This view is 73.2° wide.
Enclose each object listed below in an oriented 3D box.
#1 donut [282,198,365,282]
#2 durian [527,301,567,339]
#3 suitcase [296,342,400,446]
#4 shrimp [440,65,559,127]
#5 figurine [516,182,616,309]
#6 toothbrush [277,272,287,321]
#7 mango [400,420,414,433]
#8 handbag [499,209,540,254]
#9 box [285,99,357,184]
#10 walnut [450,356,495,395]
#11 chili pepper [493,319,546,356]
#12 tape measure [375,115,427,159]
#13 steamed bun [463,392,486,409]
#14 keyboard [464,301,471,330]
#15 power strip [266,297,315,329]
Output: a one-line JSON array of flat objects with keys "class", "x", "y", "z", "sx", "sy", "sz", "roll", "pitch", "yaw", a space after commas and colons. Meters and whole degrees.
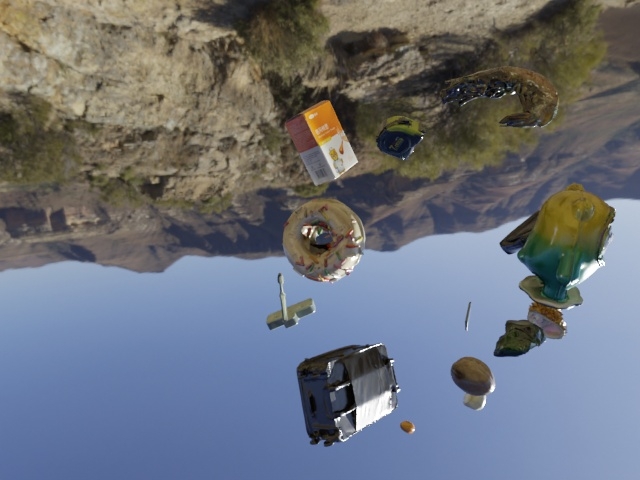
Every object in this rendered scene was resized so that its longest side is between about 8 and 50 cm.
[{"class": "donut", "x": 0.000, "y": 0.000, "z": 1.863, "sx": 0.383, "sy": 0.382, "sz": 0.142, "roll": -5, "pitch": 176, "yaw": 22}, {"class": "durian", "x": 1.087, "y": 0.368, "z": 2.059, "sx": 0.183, "sy": 0.249, "sz": 0.137, "roll": 14, "pitch": -125, "yaw": 28}, {"class": "suitcase", "x": 0.097, "y": 0.528, "z": 1.528, "sx": 0.194, "sy": 0.282, "sz": 0.434, "roll": -18, "pitch": 169, "yaw": 41}, {"class": "shrimp", "x": 0.526, "y": -0.408, "z": 1.243, "sx": 0.365, "sy": 0.233, "sz": 0.071, "roll": -13, "pitch": 154, "yaw": -15}, {"class": "figurine", "x": 0.715, "y": 0.011, "z": 1.269, "sx": 0.232, "sy": 0.339, "sz": 0.323, "roll": 11, "pitch": -156, "yaw": 17}, {"class": "toothbrush", "x": -0.154, "y": 0.241, "z": 1.772, "sx": 0.026, "sy": 0.294, "sz": 0.028, "roll": -2, "pitch": -142, "yaw": -1}, {"class": "mango", "x": 0.379, "y": 0.820, "z": 1.894, "sx": 0.089, "sy": 0.046, "sz": 0.060, "roll": 27, "pitch": -171, "yaw": -38}, {"class": "handbag", "x": 0.827, "y": -0.041, "z": 1.640, "sx": 0.247, "sy": 0.080, "sz": 0.223, "roll": -39, "pitch": 176, "yaw": -5}, {"class": "box", "x": 0.006, "y": -0.471, "z": 2.072, "sx": 0.144, "sy": 0.341, "sz": 0.225, "roll": -11, "pitch": -157, "yaw": 43}, {"class": "walnut", "x": 0.574, "y": 0.514, "z": 1.628, "sx": 0.162, "sy": 0.140, "sz": 0.140, "roll": 9, "pitch": -165, "yaw": 37}, {"class": "chili pepper", "x": 0.841, "y": 0.398, "z": 1.804, "sx": 0.265, "sy": 0.116, "sz": 0.148, "roll": -12, "pitch": 176, "yaw": -38}, {"class": "tape measure", "x": 0.341, "y": -0.461, "z": 1.885, "sx": 0.186, "sy": 0.112, "sz": 0.199, "roll": 17, "pitch": 142, "yaw": -13}, {"class": "steamed bun", "x": 0.760, "y": 0.771, "z": 2.112, "sx": 0.091, "sy": 0.112, "sz": 0.130, "roll": 21, "pitch": 160, "yaw": 9}, {"class": "keyboard", "x": 0.718, "y": 0.365, "z": 2.092, "sx": 0.014, "sy": 0.055, "sz": 0.176, "roll": 2, "pitch": -155, "yaw": 25}, {"class": "power strip", "x": -0.154, "y": 0.390, "z": 2.232, "sx": 0.265, "sy": 0.059, "sz": 0.193, "roll": -22, "pitch": -169, "yaw": 2}]
